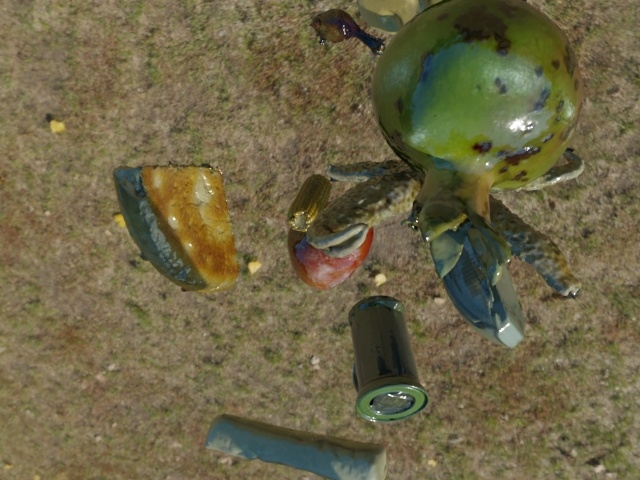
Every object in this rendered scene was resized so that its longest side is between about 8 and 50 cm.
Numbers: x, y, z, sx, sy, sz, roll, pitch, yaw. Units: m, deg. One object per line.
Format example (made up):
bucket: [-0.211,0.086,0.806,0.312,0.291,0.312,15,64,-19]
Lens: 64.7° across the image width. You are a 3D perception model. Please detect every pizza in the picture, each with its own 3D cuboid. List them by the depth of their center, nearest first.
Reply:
pizza: [-0.234,-0.037,0.889,0.086,0.226,0.335,-2,145,25]

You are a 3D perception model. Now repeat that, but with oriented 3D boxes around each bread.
bread: [0.761,0.161,1.557,0.036,0.047,0.083,62,159,7]

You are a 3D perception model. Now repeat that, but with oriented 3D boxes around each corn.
corn: [-0.020,-0.084,1.071,0.068,0.207,0.068,6,121,10]

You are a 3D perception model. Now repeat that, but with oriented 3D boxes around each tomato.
tomato: [0.000,0.000,1.195,0.139,0.200,0.233,26,125,-38]

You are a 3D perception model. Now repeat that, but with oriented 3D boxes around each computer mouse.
computer mouse: [0.384,0.074,1.289,0.145,0.429,0.228,-28,151,32]

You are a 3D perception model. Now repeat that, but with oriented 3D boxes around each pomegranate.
pomegranate: [0.117,-0.080,0.369,0.156,0.220,0.156,0,149,0]

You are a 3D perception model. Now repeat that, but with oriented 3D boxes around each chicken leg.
chicken leg: [0.057,-0.502,1.215,0.253,0.051,0.106,36,170,40]

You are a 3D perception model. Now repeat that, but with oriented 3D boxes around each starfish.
starfish: [0.201,-0.055,0.710,0.432,0.324,0.082,5,124,0]

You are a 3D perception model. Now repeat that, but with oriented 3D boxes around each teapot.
teapot: [0.170,0.343,1.481,0.200,0.337,0.270,15,131,-19]

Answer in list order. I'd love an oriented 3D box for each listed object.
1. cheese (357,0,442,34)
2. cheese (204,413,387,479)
cheese: [0.174,-0.503,0.889,0.384,0.104,0.384,34,162,13]
cheese: [-0.027,0.219,0.531,0.194,0.043,0.065,6,157,12]
